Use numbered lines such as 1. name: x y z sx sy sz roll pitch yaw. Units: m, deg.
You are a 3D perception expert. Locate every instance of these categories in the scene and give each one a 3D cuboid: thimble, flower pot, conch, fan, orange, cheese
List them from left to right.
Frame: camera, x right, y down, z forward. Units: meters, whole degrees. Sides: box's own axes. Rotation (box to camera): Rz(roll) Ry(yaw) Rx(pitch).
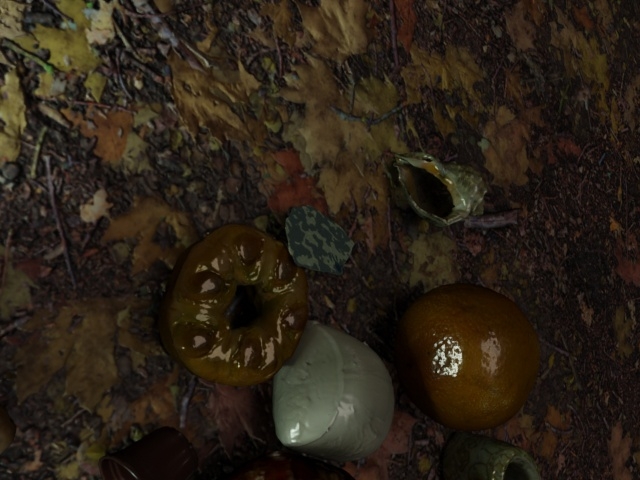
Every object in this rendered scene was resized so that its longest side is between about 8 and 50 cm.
1. flower pot: -0.211 0.292 0.716 0.089 0.111 0.111 -36 107 -47
2. fan: 0.000 0.000 0.896 0.131 0.009 0.240 61 24 7
3. cheese: 0.025 0.235 0.850 0.189 0.154 0.198 40 37 -34
4. conch: 0.227 -0.099 1.065 0.207 0.130 0.155 34 34 -12
5. orange: 0.260 0.204 0.988 0.264 0.264 0.264 5 82 -37
6. thimble: 0.334 0.466 1.076 0.137 0.143 0.191 -45 111 -32

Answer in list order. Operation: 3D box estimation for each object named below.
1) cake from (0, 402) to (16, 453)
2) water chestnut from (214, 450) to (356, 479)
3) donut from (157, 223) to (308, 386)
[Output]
1. cake: -0.453 0.155 0.441 0.290 0.282 0.256 -41 116 -37
2. water chestnut: -0.063 0.414 0.732 0.289 0.244 0.289 1 90 -66
3. donut: -0.119 0.093 0.793 0.226 0.113 0.227 5 81 -37
